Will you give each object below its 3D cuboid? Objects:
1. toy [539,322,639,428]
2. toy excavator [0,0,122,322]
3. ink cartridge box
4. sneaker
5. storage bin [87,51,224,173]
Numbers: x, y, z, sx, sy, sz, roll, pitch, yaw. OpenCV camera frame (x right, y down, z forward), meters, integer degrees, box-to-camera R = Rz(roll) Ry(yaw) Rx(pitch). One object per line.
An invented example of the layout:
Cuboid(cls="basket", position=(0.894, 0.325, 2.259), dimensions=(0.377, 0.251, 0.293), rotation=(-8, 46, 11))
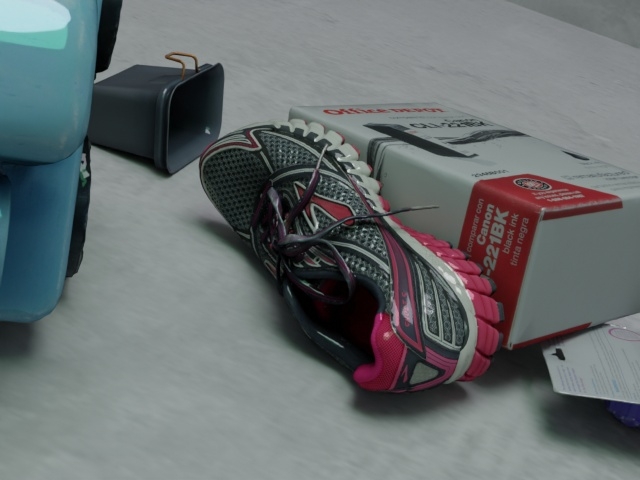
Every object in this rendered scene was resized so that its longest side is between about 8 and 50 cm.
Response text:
Cuboid(cls="toy", position=(0.281, 0.118, 0.804), dimensions=(0.237, 0.056, 0.137), rotation=(6, 18, 3))
Cuboid(cls="toy excavator", position=(-0.212, -0.028, 0.566), dimensions=(0.222, 0.432, 0.445), rotation=(8, -2, -20))
Cuboid(cls="ink cartridge box", position=(0.121, -0.028, 0.904), dimensions=(0.197, 0.114, 0.273), rotation=(-8, 25, -43))
Cuboid(cls="sneaker", position=(0.000, 0.000, 0.808), dimensions=(0.112, 0.120, 0.299), rotation=(-10, 36, -41))
Cuboid(cls="storage bin", position=(-0.157, -0.130, 1.021), dimensions=(0.091, 0.098, 0.135), rotation=(11, 23, 12))
